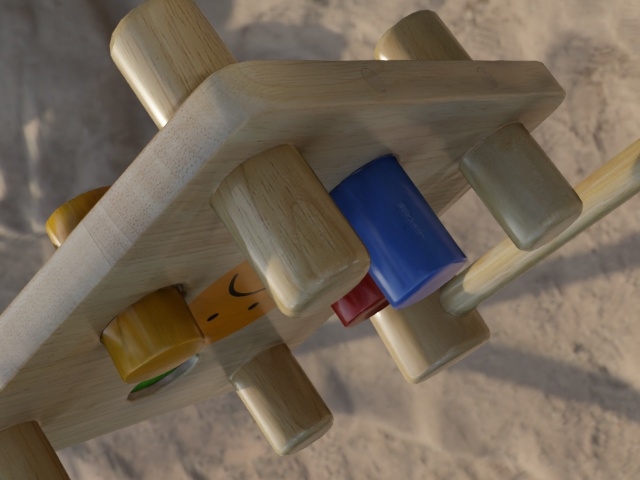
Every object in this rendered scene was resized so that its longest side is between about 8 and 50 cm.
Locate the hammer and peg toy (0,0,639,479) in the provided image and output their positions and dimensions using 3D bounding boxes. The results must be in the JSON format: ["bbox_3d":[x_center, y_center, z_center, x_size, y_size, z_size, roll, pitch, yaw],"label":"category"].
[{"bbox_3d":[0.000,0.000,0.602,0.266,0.361,0.127,-44,72,31],"label":"hammer and peg toy"}]
